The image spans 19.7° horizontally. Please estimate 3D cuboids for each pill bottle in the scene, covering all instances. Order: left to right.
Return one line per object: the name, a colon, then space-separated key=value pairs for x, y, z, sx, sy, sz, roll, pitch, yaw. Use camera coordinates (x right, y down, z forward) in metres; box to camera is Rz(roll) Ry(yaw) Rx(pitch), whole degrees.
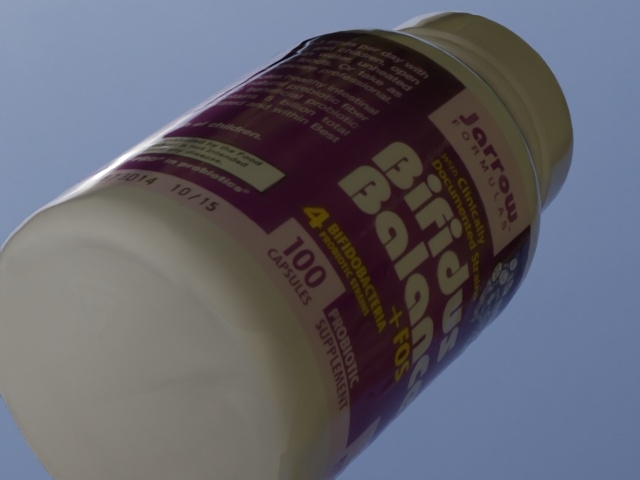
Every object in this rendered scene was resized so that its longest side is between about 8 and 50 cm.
pill bottle: x=0.000 y=0.000 z=0.858 sx=0.169 sy=0.169 sz=0.301 roll=21 pitch=-144 yaw=24
